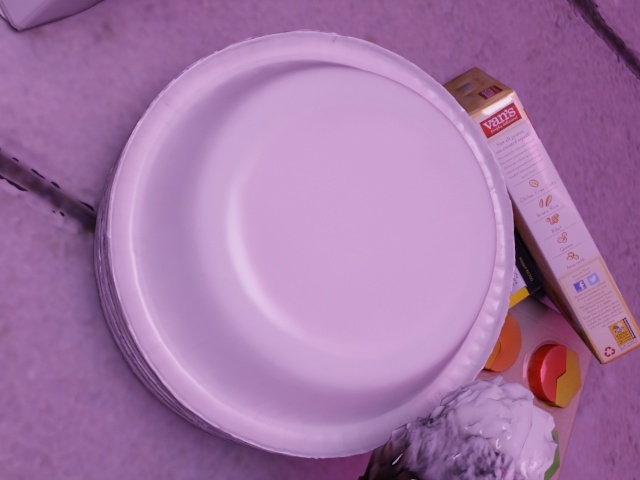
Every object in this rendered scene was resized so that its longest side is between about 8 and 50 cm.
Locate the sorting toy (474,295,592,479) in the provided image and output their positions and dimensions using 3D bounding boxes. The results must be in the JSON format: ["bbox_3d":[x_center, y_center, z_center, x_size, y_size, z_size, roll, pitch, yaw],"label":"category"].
[{"bbox_3d":[0.173,0.142,0.799,0.193,0.038,0.208,29,68,-29],"label":"sorting toy"}]

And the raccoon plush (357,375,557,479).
[{"bbox_3d":[-0.119,0.172,0.465,0.299,0.216,0.446,44,58,-1],"label":"raccoon plush"}]

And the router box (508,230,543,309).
[{"bbox_3d":[0.089,-0.008,0.730,0.133,0.046,0.179,-30,91,-30],"label":"router box"}]

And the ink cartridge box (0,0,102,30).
[{"bbox_3d":[-0.143,-0.237,0.510,0.092,0.218,0.159,-35,105,-39],"label":"ink cartridge box"}]

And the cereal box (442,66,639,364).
[{"bbox_3d":[0.184,-0.029,0.759,0.047,0.173,0.240,-29,106,8],"label":"cereal box"}]

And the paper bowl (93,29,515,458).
[{"bbox_3d":[0.000,0.000,0.586,0.284,0.148,0.284,3,80,-20],"label":"paper bowl"}]
